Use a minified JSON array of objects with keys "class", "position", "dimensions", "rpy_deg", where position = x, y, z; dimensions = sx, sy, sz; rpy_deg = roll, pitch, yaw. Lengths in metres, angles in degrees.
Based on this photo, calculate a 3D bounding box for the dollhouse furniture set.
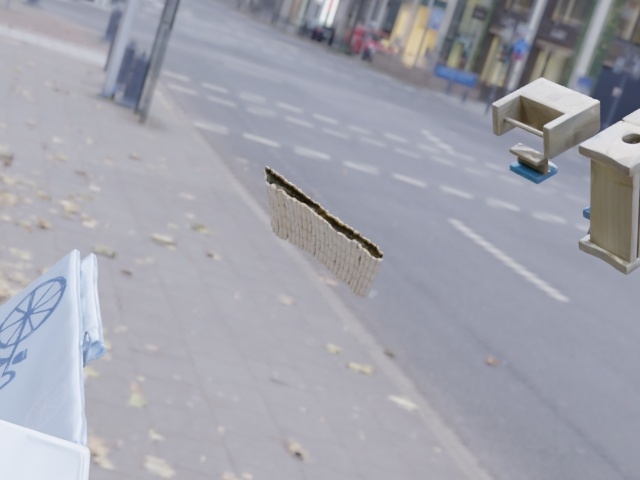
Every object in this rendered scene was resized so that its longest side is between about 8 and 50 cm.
[{"class":"dollhouse furniture set","position":[0.290,-0.082,1.203],"dimensions":[0.129,0.129,0.184],"rpy_deg":[-29,40,-26]}]

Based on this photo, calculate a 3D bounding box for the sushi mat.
[{"class":"sushi mat","position":[0.000,0.000,1.299],"dimensions":[0.151,0.019,0.316],"rpy_deg":[35,-8,5]}]

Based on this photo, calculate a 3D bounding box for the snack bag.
[{"class":"snack bag","position":[-0.323,0.178,1.049],"dimensions":[0.037,0.323,0.342],"rpy_deg":[50,7,-28]}]

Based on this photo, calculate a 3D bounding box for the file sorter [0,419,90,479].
[{"class":"file sorter","position":[-0.262,0.247,0.658],"dimensions":[0.193,0.173,0.277],"rpy_deg":[24,35,-26]}]
